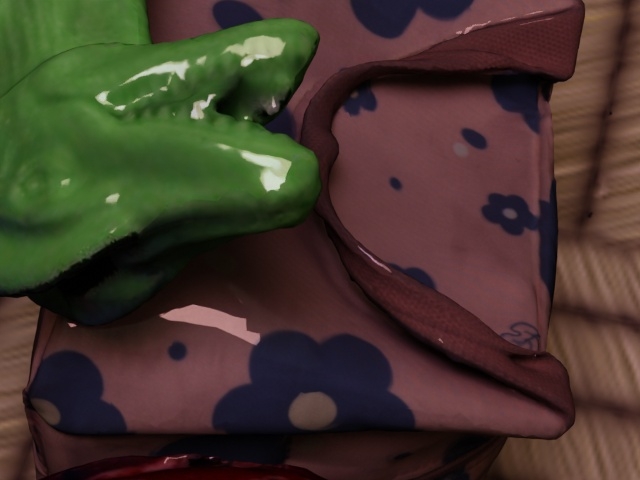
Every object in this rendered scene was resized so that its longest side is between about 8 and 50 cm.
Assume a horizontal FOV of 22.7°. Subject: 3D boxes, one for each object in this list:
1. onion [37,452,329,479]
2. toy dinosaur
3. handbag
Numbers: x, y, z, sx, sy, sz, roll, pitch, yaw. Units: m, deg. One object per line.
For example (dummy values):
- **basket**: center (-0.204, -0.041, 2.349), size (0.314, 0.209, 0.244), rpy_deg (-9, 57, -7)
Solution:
- **onion**: center (-0.053, 0.170, 0.501), size (0.246, 0.246, 0.190), rpy_deg (-16, 50, -5)
- **toy dinosaur**: center (-0.234, -0.105, 0.610), size (0.500, 0.144, 0.375), rpy_deg (-14, 63, 18)
- **handbag**: center (0.000, 0.000, 0.630), size (0.193, 0.190, 0.252), rpy_deg (11, 58, -2)
